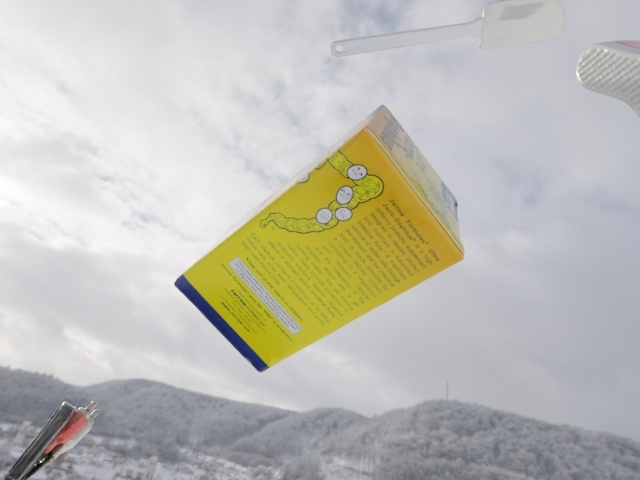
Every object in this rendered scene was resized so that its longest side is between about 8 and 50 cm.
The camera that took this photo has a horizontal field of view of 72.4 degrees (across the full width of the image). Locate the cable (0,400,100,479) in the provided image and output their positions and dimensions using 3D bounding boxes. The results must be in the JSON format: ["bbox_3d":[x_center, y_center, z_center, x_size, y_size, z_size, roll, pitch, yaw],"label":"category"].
[{"bbox_3d":[-0.503,0.403,0.766,0.072,0.287,0.139,34,-49,-7],"label":"cable"}]

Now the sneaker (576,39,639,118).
[{"bbox_3d":[0.262,-0.115,0.320,0.070,0.134,0.050,-8,-49,-11],"label":"sneaker"}]

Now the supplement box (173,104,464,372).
[{"bbox_3d":[0.000,0.000,0.644,0.357,0.194,0.195,-35,-78,25],"label":"supplement box"}]

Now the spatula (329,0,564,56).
[{"bbox_3d":[0.122,-0.260,0.412,0.243,0.019,0.168,-5,-43,5],"label":"spatula"}]
